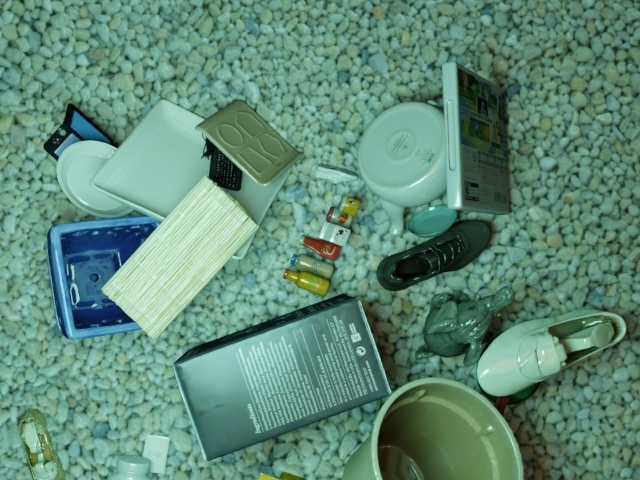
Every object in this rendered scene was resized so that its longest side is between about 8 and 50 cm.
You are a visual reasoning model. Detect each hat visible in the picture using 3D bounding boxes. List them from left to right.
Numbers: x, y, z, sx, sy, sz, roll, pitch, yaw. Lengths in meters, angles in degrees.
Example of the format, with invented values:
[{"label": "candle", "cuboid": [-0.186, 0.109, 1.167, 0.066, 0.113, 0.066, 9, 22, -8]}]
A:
[{"label": "hat", "cuboid": [0.457, 0.317, 1.726, 0.172, 0.183, 0.209, 19, 91, -11]}]

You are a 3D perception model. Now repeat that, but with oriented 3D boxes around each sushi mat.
[{"label": "sushi mat", "cuboid": [-0.279, 0.033, 1.544, 0.151, 0.019, 0.316, 42, 88, -2]}]

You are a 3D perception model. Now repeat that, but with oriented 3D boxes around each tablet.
[{"label": "tablet", "cuboid": [-0.379, 0.489, 1.767, 0.054, 0.006, 0.083, 9, 88, -4]}]

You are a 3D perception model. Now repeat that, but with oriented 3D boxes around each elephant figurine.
[{"label": "elephant figurine", "cuboid": [0.315, 0.187, 1.703, 0.169, 0.239, 0.186, 2, 88, -4]}]

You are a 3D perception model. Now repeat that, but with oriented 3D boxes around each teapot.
[{"label": "teapot", "cuboid": [0.221, -0.182, 1.743, 0.256, 0.187, 0.253, -23, 61, 24]}]

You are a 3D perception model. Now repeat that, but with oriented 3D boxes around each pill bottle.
[{"label": "pill bottle", "cuboid": [-0.429, 0.578, 1.712, 0.103, 0.103, 0.184, 10, 87, -3]}]

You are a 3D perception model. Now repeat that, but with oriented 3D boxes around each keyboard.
[{"label": "keyboard", "cuboid": [-0.215, -0.196, 1.710, 0.100, 0.038, 0.192, 13, 46, -17]}]

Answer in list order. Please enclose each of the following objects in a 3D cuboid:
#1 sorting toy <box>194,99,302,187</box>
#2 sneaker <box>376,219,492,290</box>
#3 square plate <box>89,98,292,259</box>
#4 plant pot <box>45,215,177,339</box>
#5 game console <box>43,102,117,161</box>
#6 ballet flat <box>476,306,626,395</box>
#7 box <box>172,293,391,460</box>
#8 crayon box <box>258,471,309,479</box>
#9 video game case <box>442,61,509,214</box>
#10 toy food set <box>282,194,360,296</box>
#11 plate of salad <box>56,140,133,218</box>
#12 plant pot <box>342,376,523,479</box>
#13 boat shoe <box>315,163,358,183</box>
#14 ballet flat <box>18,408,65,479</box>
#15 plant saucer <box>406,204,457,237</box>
[{"label": "sorting toy", "cuboid": [-0.160, -0.217, 1.735, 0.208, 0.193, 0.038, 40, 127, 0]}, {"label": "sneaker", "cuboid": [0.270, 0.038, 1.762, 0.286, 0.130, 0.109, -28, 89, -5]}, {"label": "square plate", "cuboid": [-0.271, -0.134, 1.688, 0.347, 0.049, 0.344, 27, 44, -3]}, {"label": "plant pot", "cuboid": [-0.462, 0.079, 1.650, 0.235, 0.212, 0.236, -8, 89, -29]}, {"label": "game console", "cuboid": [-0.544, -0.214, 1.740, 0.144, 0.085, 0.124, 41, 86, -1]}, {"label": "ballet flat", "cuboid": [0.520, 0.231, 1.696, 0.400, 0.139, 0.139, -16, 89, -30]}, {"label": "box", "cuboid": [-0.082, 0.277, 1.650, 0.395, 0.293, 0.212, -20, 89, -5]}, {"label": "crayon box", "cuboid": [-0.018, 0.662, 1.746, 0.322, 0.083, 0.203, 20, 86, -4]}, {"label": "video game case", "cuboid": [0.347, -0.211, 1.696, 0.036, 0.329, 0.300, -3, 88, 31]}, {"label": "toy food set", "cuboid": [0.000, 0.000, 1.753, 0.104, 0.111, 0.232, 20, 90, -3]}, {"label": "plate of salad", "cuboid": [-0.491, -0.139, 1.728, 0.199, 0.048, 0.200, 5, 125, 7]}, {"label": "plant pot", "cuboid": [0.199, 0.495, 1.621, 0.333, 0.305, 0.334, 11, 59, -18]}, {"label": "boat shoe", "cuboid": [0.036, -0.150, 1.804, 0.100, 0.035, 0.035, 12, 115, -7]}, {"label": "ballet flat", "cuboid": [-0.629, 0.479, 1.721, 0.073, 0.067, 0.206, -21, 90, -5]}, {"label": "plant saucer", "cuboid": [0.259, -0.039, 1.780, 0.119, 0.119, 0.021, -26, 119, -4]}]
